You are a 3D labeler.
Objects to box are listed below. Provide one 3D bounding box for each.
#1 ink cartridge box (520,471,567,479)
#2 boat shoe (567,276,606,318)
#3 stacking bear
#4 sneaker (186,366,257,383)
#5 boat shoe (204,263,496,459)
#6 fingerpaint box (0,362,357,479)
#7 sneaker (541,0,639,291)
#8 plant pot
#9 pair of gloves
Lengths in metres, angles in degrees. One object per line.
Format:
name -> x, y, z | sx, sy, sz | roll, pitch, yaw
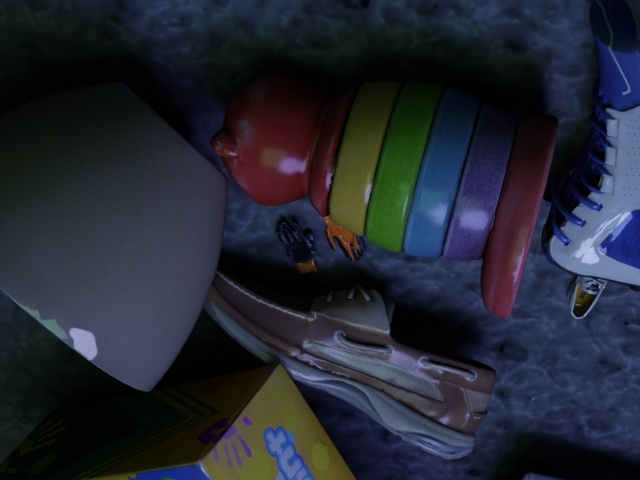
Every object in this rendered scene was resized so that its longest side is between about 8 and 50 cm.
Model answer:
ink cartridge box -> 0.291, 0.454, 1.603 | 0.285, 0.166, 0.395 | 14, 139, -9
boat shoe -> 0.267, 0.037, 1.381 | 0.035, 0.035, 0.100 | 17, 131, -6
stacking bear -> 0.051, -0.067, 1.251 | 0.289, 0.175, 0.164 | 14, 133, 6
sneaker -> -0.107, 0.187, 1.559 | 0.188, 0.066, 0.071 | -9, 146, 22
boat shoe -> 0.030, 0.099, 1.433 | 0.324, 0.123, 0.116 | 29, 95, -5
fingerpaint box -> -0.095, 0.369, 1.499 | 0.371, 0.163, 0.445 | -16, 114, 41
sneaker -> 0.266, -0.055, 1.242 | 0.182, 0.127, 0.315 | -17, 128, 19
plant pot -> -0.193, -0.029, 1.270 | 0.191, 0.284, 0.284 | -47, 116, -1
pair of gloves -> 0.000, 0.000, 1.405 | 0.083, 0.010, 0.074 | -13, 129, 22
